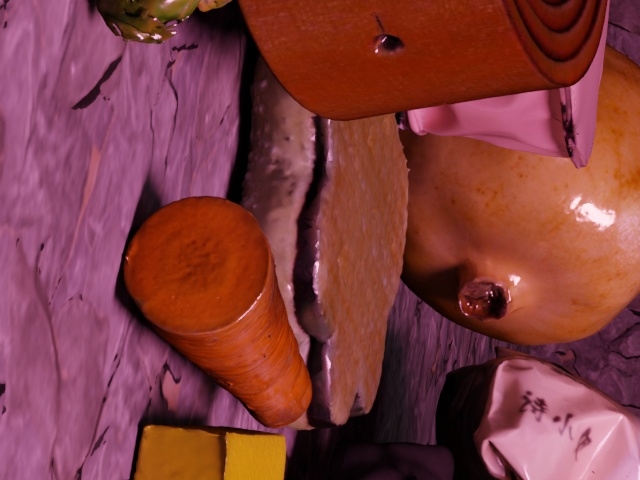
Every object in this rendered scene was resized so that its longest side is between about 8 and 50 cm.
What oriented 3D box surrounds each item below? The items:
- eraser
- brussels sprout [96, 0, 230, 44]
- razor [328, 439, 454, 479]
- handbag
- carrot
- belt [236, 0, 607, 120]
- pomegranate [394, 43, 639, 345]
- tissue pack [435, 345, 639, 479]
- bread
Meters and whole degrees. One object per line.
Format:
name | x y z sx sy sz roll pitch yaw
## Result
eraser | -0.053 0.132 0.891 0.122 0.045 0.097 27 71 -77
brussels sprout | -0.052 -0.104 0.725 0.083 0.046 0.051 -55 144 -65
razor | 0.041 0.256 1.274 0.349 0.113 0.204 74 22 -68
handbag | 0.108 -0.138 1.151 0.205 0.116 0.179 66 33 -67
carrot | -0.034 0.045 0.875 0.209 0.061 0.061 67 32 -67
belt | 0.049 -0.173 0.906 0.338 0.122 0.217 -47 126 -67
pomegranate | 0.139 -0.040 1.331 0.233 0.233 0.233 8 90 -79
tissue pack | 0.203 0.240 1.325 0.195 0.375 0.390 -39 179 -1
bread | 0.000 0.000 1.036 0.286 0.056 0.207 70 29 -62
